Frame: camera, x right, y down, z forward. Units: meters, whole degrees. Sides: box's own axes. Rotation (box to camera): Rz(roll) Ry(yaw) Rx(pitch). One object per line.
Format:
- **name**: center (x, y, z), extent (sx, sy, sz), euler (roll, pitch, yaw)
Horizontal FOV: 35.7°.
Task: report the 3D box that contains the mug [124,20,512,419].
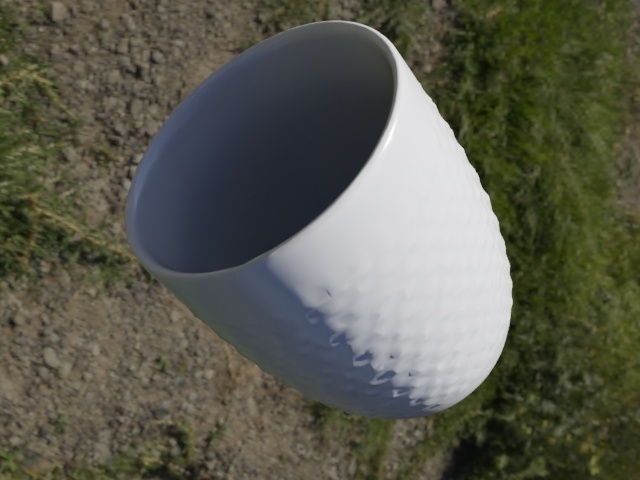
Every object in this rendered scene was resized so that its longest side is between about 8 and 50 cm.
- **mug**: center (0.000, 0.000, 0.953), extent (0.276, 0.374, 0.328), euler (-53, 131, -13)
